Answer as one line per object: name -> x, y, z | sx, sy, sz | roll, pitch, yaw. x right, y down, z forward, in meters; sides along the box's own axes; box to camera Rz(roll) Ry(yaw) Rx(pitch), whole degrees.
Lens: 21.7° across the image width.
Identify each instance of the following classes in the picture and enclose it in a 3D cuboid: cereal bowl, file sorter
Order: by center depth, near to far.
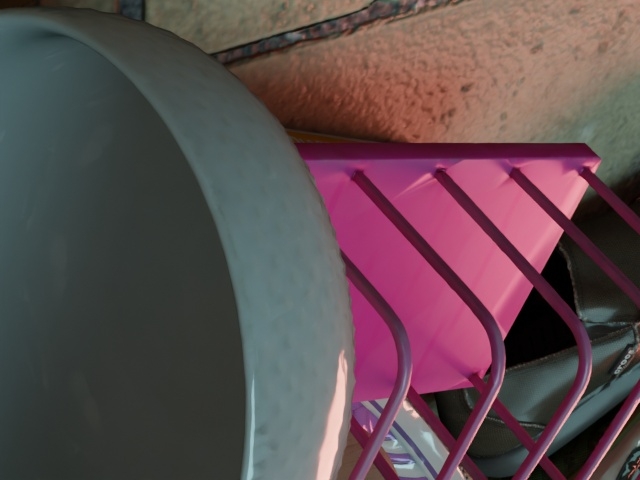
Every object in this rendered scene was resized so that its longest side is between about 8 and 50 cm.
cereal bowl -> -0.103, 0.043, 0.890 | 0.141, 0.339, 0.339 | -12, 134, -44
file sorter -> 0.077, 0.074, 1.021 | 0.290, 0.182, 0.202 | -3, 130, -40

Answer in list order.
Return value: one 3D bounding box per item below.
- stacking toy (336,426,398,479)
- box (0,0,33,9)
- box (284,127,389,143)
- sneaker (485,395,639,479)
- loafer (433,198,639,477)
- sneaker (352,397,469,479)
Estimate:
stacking toy -> -0.039, 0.255, 1.225 | 0.141, 0.141, 0.330 | -22, 153, -24
box -> -0.163, -0.208, 0.837 | 0.164, 0.021, 0.201 | -37, 143, -6
box -> 0.000, 0.000, 1.119 | 0.203, 0.103, 0.114 | 5, 124, -44
sneaker -> 0.216, 0.188, 1.440 | 0.410, 0.182, 0.158 | -43, 134, 0
loafer -> 0.236, 0.041, 1.344 | 0.366, 0.134, 0.130 | -41, 130, -2
sneaker -> 0.003, 0.159, 1.298 | 0.161, 0.102, 0.282 | -37, 134, 3
